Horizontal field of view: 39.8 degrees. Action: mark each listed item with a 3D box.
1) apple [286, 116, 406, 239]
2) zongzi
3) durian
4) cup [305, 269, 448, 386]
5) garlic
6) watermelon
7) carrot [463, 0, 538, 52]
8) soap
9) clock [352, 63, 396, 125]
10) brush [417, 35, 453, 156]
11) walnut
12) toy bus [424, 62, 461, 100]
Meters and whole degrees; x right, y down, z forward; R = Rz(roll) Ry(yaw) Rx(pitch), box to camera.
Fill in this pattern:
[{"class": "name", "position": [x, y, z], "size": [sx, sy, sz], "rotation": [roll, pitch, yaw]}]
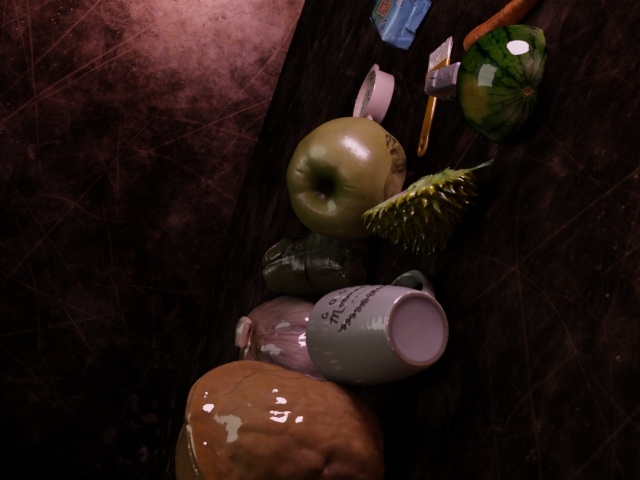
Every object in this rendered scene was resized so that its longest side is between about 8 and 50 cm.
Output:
[{"class": "apple", "position": [0.059, -0.133, 1.909], "size": [0.279, 0.279, 0.279], "rotation": [-162, 90, -74]}, {"class": "zongzi", "position": [0.000, 0.000, 2.061], "size": [0.125, 0.251, 0.274], "rotation": [62, -146, -51]}, {"class": "durian", "position": [0.177, -0.068, 1.650], "size": [0.169, 0.158, 0.355], "rotation": [-67, 11, -10]}, {"class": "cup", "position": [0.130, 0.142, 1.599], "size": [0.258, 0.186, 0.234], "rotation": [-49, 15, -29]}, {"class": "garlic", "position": [-0.079, 0.275, 2.061], "size": [0.322, 0.241, 0.321], "rotation": [177, 90, -82]}, {"class": "watermelon", "position": [0.299, -0.279, 1.514], "size": [0.232, 0.127, 0.204], "rotation": [-89, 19, -60]}, {"class": "carrot", "position": [0.348, -0.416, 1.636], "size": [0.224, 0.057, 0.057], "rotation": [-39, 36, 58]}, {"class": "soap", "position": [0.201, -0.602, 2.280], "size": [0.293, 0.077, 0.156], "rotation": [-101, 32, -60]}, {"class": "clock", "position": [0.138, -0.358, 2.268], "size": [0.155, 0.063, 0.229], "rotation": [124, 160, -53]}, {"class": "brush", "position": [0.244, -0.308, 1.936], "size": [0.103, 0.013, 0.272], "rotation": [149, 136, -68]}, {"class": "walnut", "position": [-0.076, 0.399, 1.601], "size": [0.383, 0.384, 0.383], "rotation": [-162, 90, -74]}, {"class": "toy bus", "position": [0.265, -0.317, 1.768], "size": [0.172, 0.072, 0.057], "rotation": [-167, 90, -75]}]
